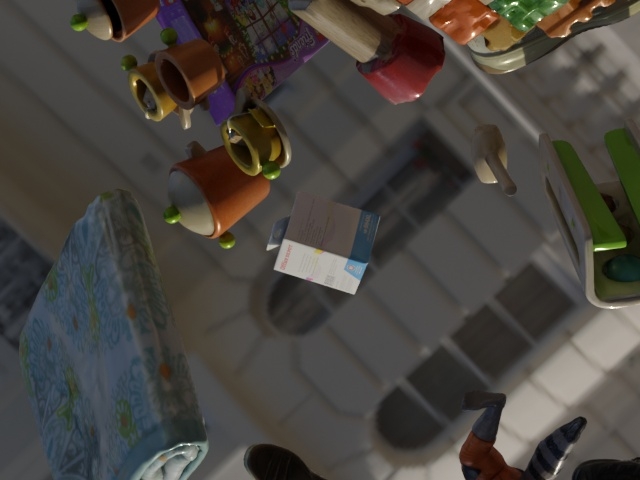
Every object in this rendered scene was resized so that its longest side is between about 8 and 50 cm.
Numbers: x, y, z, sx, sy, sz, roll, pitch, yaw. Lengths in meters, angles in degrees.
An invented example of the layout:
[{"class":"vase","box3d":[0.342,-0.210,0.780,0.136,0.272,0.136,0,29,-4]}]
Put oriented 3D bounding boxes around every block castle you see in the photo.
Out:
[{"class":"block castle","box3d":[0.189,-0.354,1.438,0.213,0.453,0.303,32,-138,-31]}]

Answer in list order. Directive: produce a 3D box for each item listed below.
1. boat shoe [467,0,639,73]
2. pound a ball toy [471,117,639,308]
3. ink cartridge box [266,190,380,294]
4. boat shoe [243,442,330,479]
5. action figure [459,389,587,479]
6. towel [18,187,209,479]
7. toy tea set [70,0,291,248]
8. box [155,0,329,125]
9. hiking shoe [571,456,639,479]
[{"class":"boat shoe","box3d":[0.301,-0.308,1.750,0.098,0.302,0.109,61,-179,-40]},{"class":"pound a ball toy","box3d":[0.317,-0.036,1.870,0.319,0.208,0.136,-99,-1,-60]},{"class":"ink cartridge box","box3d":[0.000,0.000,2.152,0.143,0.090,0.092,18,147,-2]},{"class":"boat shoe","box3d":[-0.045,0.338,2.124,0.190,0.068,0.072,40,169,-32]},{"class":"action figure","box3d":[0.273,0.370,1.880,0.341,0.178,0.330,43,157,26]},{"class":"towel","box3d":[-0.256,0.167,1.774,0.090,0.374,0.321,-9,-115,-30]},{"class":"toy tea set","box3d":[-0.177,-0.147,1.691,0.336,0.124,0.200,49,154,19]},{"class":"box","box3d":[-0.106,-0.313,2.108,0.201,0.057,0.293,61,-143,-15]},{"class":"hiking shoe","box3d":[0.416,0.329,1.970,0.226,0.086,0.114,13,178,-21]}]
